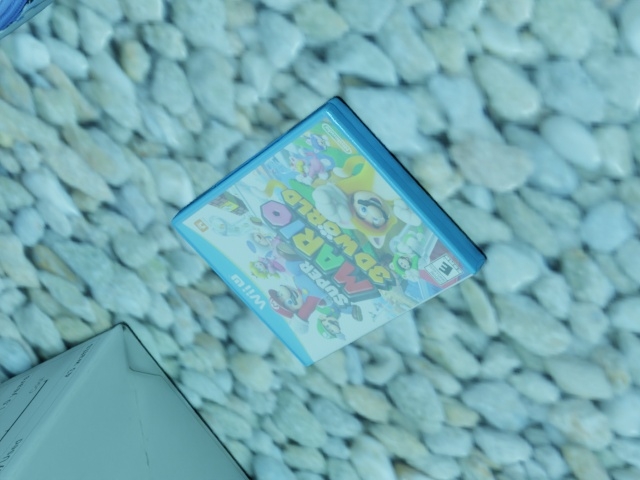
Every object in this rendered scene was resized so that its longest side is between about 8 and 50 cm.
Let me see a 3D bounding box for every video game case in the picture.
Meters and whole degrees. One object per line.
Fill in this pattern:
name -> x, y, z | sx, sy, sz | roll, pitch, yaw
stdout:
video game case -> 0.000, 0.000, 1.064 | 0.119, 0.015, 0.166 | 47, 141, -9

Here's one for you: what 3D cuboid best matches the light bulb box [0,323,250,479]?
light bulb box -> -0.251, 0.286, 1.208 | 0.361, 0.358, 0.225 | -27, 108, 33

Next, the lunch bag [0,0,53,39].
lunch bag -> -0.259, -0.191, 1.015 | 0.303, 0.115, 0.243 | -22, 109, 47
